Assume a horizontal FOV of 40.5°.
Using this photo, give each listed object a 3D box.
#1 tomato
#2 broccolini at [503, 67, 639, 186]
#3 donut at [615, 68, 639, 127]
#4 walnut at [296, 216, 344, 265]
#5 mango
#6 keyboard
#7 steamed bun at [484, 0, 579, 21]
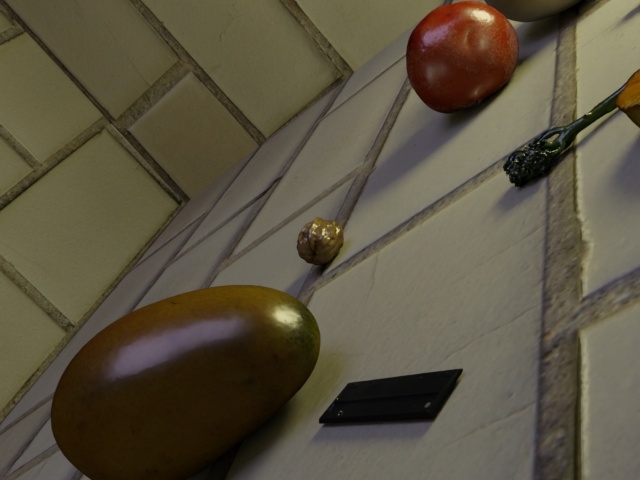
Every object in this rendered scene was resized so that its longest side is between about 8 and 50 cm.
[{"bbox_3d":[0.264,-0.356,1.648,0.232,0.188,0.232,-38,16,13],"label":"tomato"},{"bbox_3d":[0.340,-0.163,1.120,0.254,0.058,0.071,-42,56,12],"label":"broccolini"},{"bbox_3d":[0.402,-0.173,0.961,0.152,0.058,0.152,-38,13,10],"label":"donut"},{"bbox_3d":[0.000,0.000,1.504,0.079,0.082,0.096,-4,29,22],"label":"walnut"},{"bbox_3d":[-0.169,0.179,1.125,0.378,0.221,0.264,-26,13,16],"label":"mango"},{"bbox_3d":[0.068,0.168,0.917,0.067,0.011,0.202,-48,15,-31],"label":"keyboard"},{"bbox_3d":[0.462,-0.567,1.719,0.324,0.206,0.324,-36,15,11],"label":"steamed bun"}]
